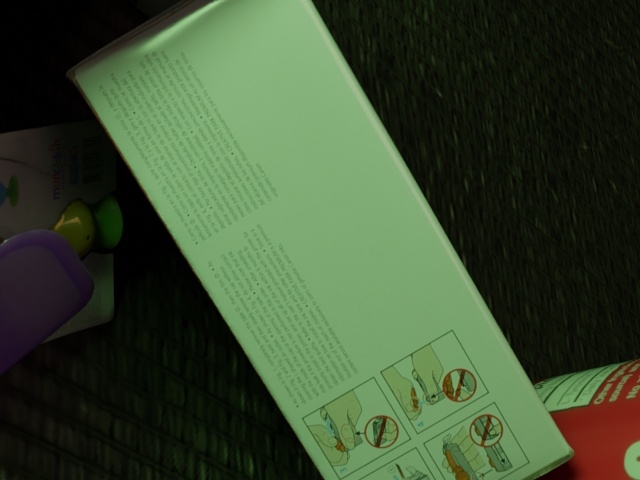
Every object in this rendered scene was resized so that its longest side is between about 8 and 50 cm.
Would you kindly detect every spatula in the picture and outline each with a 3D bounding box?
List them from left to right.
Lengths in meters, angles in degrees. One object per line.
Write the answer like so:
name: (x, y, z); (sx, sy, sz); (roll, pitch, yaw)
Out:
spatula: (-0.219, 0.114, 0.447); (0.296, 0.030, 0.084); (-59, 154, -29)

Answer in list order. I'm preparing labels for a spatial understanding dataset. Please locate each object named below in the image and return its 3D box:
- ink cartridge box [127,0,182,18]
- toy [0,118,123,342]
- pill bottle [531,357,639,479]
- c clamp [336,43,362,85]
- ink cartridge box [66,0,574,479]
ink cartridge box: (-0.118, -0.230, 0.660); (0.150, 0.063, 0.109); (36, 55, -24)
toy: (-0.216, 0.009, 0.482); (0.237, 0.056, 0.137); (-17, 121, -47)
pill bottle: (0.223, 0.185, 0.551); (0.229, 0.407, 0.229); (15, 64, -34)
c clamp: (-0.014, -0.109, 0.731); (0.137, 0.022, 0.161); (38, 55, -16)
ink cartridge box: (0.000, 0.000, 0.588); (0.130, 0.272, 0.309); (-31, 97, 2)
